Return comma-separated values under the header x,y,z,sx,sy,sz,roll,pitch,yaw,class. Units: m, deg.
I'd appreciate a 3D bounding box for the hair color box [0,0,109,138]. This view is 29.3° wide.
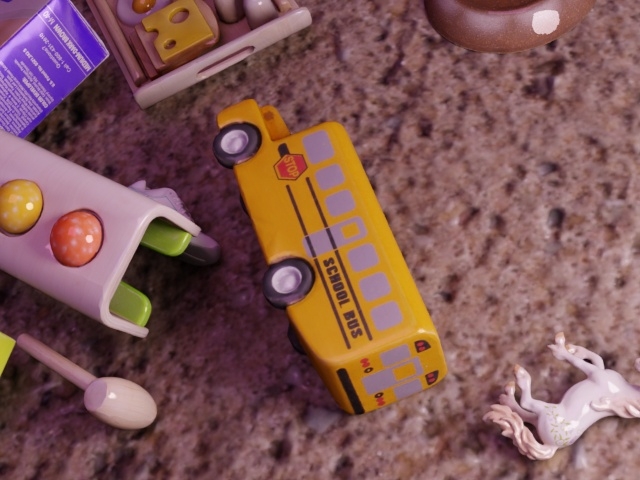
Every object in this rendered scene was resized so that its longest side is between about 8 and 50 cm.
x,y,z,sx,sy,sz,roll,pitch,yaw,class
-0.425,-0.150,1.386,0.185,0.110,0.339,24,67,46,hair color box

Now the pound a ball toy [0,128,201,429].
x,y,z,sx,sy,sz,roll,pitch,yaw,class
-0.272,0.023,1.196,0.319,0.136,0.208,25,85,27,pound a ball toy

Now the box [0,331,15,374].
x,y,z,sx,sy,sz,roll,pitch,yaw,class
-0.370,0.173,1.191,0.109,0.042,0.178,-15,48,47,box

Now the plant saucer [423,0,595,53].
x,y,z,sx,sy,sz,roll,pitch,yaw,class
0.209,-0.294,1.357,0.198,0.036,0.199,-8,55,11,plant saucer

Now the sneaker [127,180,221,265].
x,y,z,sx,sy,sz,roll,pitch,yaw,class
-0.159,-0.023,1.279,0.152,0.054,0.061,25,65,30,sneaker

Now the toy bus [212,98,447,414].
x,y,z,sx,sy,sz,roll,pitch,yaw,class
0.000,0.000,1.180,0.130,0.108,0.333,-23,54,1,toy bus

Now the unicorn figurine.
x,y,z,sx,sy,sz,roll,pitch,yaw,class
0.230,0.132,1.062,0.162,0.060,0.111,-45,55,5,unicorn figurine

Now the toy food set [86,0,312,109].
x,y,z,sx,sy,sz,roll,pitch,yaw,class
-0.169,-0.307,1.444,0.219,0.092,0.306,-28,54,-3,toy food set
